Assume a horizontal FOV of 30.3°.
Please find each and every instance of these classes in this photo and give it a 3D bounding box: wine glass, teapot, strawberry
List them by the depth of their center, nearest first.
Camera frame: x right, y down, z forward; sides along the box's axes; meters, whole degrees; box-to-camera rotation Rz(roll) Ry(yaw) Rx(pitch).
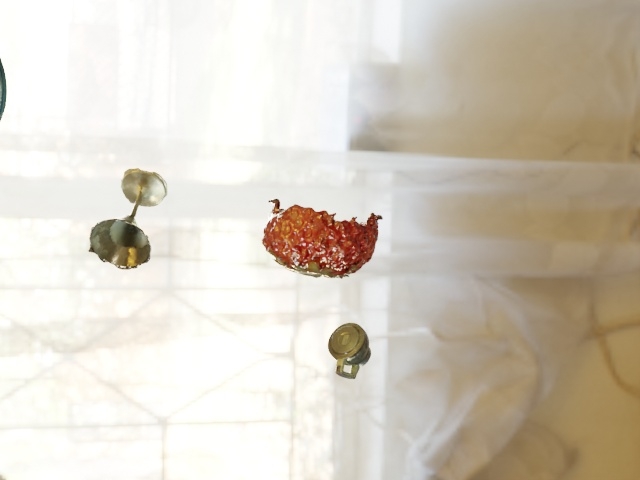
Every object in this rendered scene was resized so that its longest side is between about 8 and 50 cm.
[{"bbox_3d":[0.000,0.000,1.417,0.145,0.145,0.086,152,128,-73],"label":"strawberry"},{"bbox_3d":[0.048,0.179,1.869,0.057,0.066,0.088,48,-130,-44],"label":"teapot"},{"bbox_3d":[-0.350,-0.048,2.181,0.183,0.122,0.122,-81,4,-50],"label":"wine glass"}]

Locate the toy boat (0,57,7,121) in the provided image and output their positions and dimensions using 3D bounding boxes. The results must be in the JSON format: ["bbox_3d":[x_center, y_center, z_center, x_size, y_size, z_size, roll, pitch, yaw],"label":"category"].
[{"bbox_3d":[-0.544,-0.183,1.771,0.238,0.109,0.098,-56,6,13],"label":"toy boat"}]
